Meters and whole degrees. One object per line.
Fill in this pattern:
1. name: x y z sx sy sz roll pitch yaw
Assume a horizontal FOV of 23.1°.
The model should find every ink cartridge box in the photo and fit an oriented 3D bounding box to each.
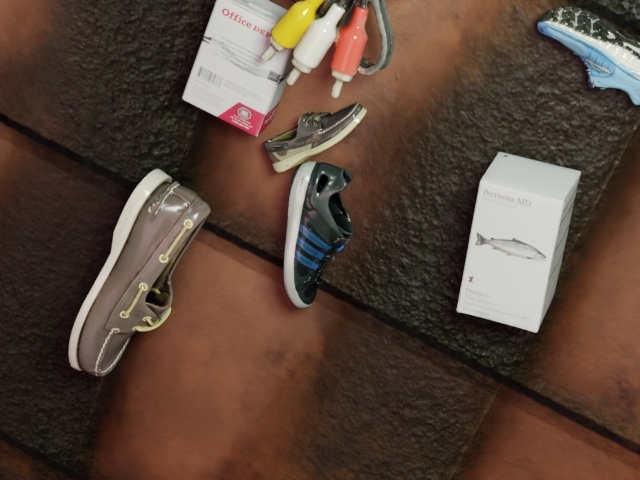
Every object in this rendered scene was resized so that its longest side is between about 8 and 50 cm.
1. ink cartridge box: -0.091 -0.222 1.921 0.109 0.063 0.150 28 120 7

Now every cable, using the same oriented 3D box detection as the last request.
1. cable: 0.042 -0.292 1.771 0.139 0.072 0.287 27 123 3

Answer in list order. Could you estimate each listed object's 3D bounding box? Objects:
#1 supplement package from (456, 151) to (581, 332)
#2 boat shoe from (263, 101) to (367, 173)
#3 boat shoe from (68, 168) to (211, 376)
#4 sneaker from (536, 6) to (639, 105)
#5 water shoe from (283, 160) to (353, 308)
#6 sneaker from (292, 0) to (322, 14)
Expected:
1. supplement package: 0.237 0.001 1.875 0.105 0.105 0.179 15 118 15
2. boat shoe: -0.010 -0.134 1.936 0.152 0.056 0.049 -30 106 30
3. boat shoe: -0.242 0.062 2.087 0.096 0.116 0.324 30 115 9
4. sneaker: 0.313 -0.204 1.774 0.162 0.063 0.073 32 124 5
5. water shoe: 0.000 0.000 1.986 0.080 0.073 0.203 9 117 14
6. sneaker: -0.013 -0.288 1.875 0.119 0.047 0.057 20 131 13
